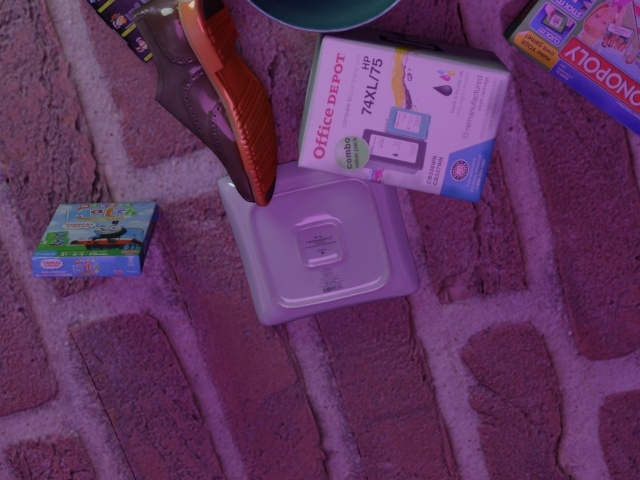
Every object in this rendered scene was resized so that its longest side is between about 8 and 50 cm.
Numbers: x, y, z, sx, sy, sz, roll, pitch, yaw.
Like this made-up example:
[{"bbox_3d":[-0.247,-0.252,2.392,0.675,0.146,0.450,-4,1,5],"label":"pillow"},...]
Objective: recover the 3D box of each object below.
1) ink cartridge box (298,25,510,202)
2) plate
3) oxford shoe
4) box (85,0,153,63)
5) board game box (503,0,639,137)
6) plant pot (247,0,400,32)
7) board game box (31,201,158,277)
[{"bbox_3d":[0.114,-0.194,1.879,0.270,0.197,0.198,10,107,-3],"label":"ink cartridge box"},{"bbox_3d":[0.000,0.000,2.058,0.277,0.045,0.278,-13,113,6],"label":"plate"},{"bbox_3d":[-0.164,-0.208,1.919,0.132,0.130,0.364,-9,118,21],"label":"oxford shoe"},{"bbox_3d":[-0.252,-0.389,1.889,0.190,0.045,0.184,-39,111,15],"label":"box"},{"bbox_3d":[0.465,-0.300,1.922,0.317,0.046,0.213,33,109,-13],"label":"board game box"},{"bbox_3d":[0.006,-0.454,1.775,0.290,0.195,0.290,0,114,1],"label":"plant pot"},{"bbox_3d":[-0.342,-0.003,1.967,0.160,0.211,0.039,-1,113,1],"label":"board game box"}]
